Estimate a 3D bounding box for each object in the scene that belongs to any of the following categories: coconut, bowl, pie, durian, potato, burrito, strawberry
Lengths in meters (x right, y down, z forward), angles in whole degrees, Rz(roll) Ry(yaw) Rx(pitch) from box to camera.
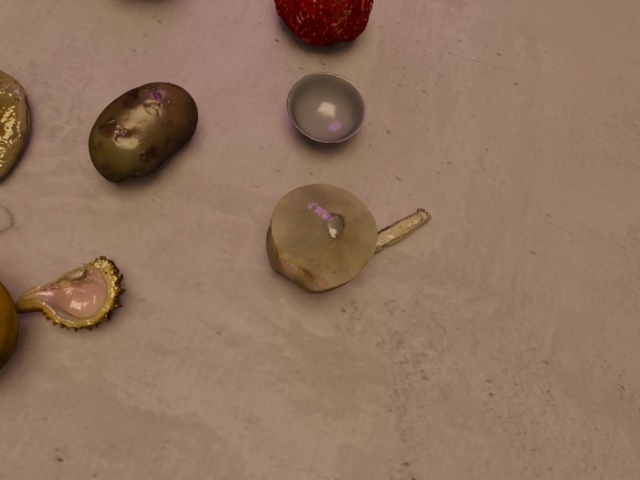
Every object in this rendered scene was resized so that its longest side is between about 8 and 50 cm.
[{"bbox_3d":[-0.003,-0.003,1.070,0.241,0.241,0.241,3,72,-9],"label":"coconut"},{"bbox_3d":[0.009,-0.296,1.237,0.189,0.086,0.189,3,71,-8],"label":"bowl"},{"bbox_3d":[-0.774,-0.233,1.085,0.337,0.075,0.337,3,73,-10],"label":"pie"},{"bbox_3d":[-0.491,0.114,1.030,0.224,0.078,0.140,-11,87,-2],"label":"durian"},{"bbox_3d":[-0.382,-0.238,1.116,0.165,0.165,0.262,36,68,2],"label":"potato"},{"bbox_3d":[0.180,-0.021,1.205,0.185,0.041,0.045,-28,62,-15],"label":"burrito"},{"bbox_3d":[0.010,-0.617,1.241,0.257,0.277,0.257,2,72,-5],"label":"strawberry"}]

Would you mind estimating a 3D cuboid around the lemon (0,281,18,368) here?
[{"bbox_3d":[-0.677,0.132,0.897,0.320,0.245,0.245,41,71,8],"label":"lemon"}]
